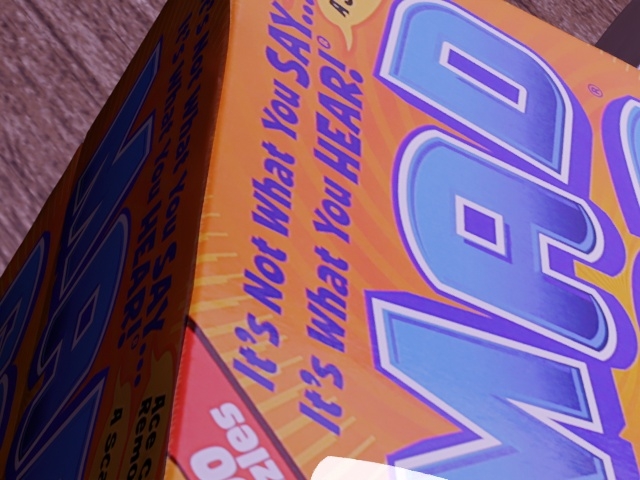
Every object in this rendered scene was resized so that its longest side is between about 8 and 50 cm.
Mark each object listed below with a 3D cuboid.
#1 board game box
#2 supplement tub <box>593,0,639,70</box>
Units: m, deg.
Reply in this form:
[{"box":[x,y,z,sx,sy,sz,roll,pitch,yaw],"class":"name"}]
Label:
[{"box":[0.029,0.136,0.700,0.357,0.356,0.356,24,40,-18],"class":"board game box"},{"box":[0.360,-0.049,1.260,0.325,0.235,0.235,34,37,-6],"class":"supplement tub"}]
